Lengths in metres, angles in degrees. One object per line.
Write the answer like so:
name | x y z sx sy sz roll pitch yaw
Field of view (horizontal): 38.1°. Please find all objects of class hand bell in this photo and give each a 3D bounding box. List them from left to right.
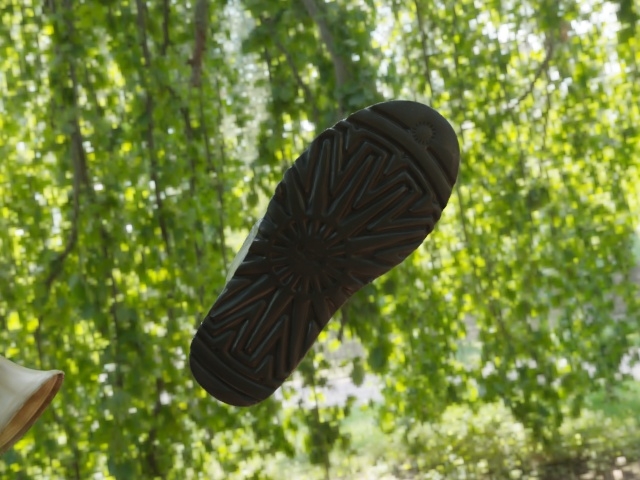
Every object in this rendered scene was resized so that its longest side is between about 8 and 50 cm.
hand bell | -0.436 0.134 1.086 0.126 0.242 0.126 -54 -4 -5

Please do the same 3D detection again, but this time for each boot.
boot | -0.001 -0.002 0.534 0.189 0.076 0.208 -46 0 9
